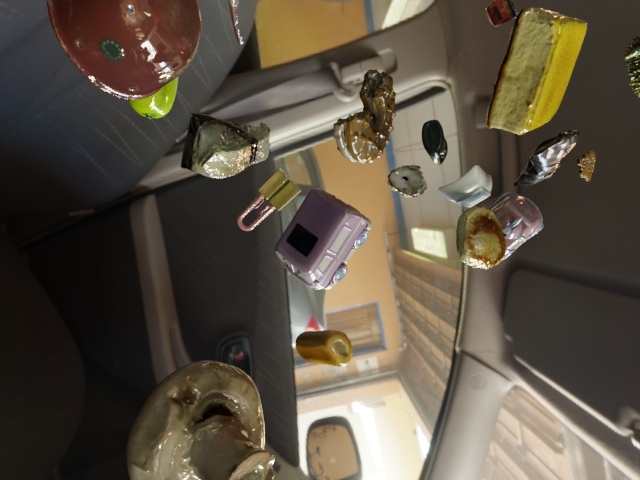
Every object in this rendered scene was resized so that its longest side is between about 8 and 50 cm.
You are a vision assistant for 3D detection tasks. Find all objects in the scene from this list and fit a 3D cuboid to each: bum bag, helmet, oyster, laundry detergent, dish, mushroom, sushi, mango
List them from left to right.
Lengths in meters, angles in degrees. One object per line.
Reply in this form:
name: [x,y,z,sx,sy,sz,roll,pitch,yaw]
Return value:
helmet: [-0.405,-0.539,1.057,0.337,0.230,0.385,46,56,-48]
mango: [-0.511,-0.550,1.368,0.192,0.156,0.343,-125,-134,-61]
mushroom: [-0.199,0.380,0.858,0.290,0.292,0.293,-6,-81,45]
sushi: [-0.197,-0.225,1.115,0.109,0.273,0.134,30,-65,34]
oyster: [0.322,-0.215,1.642,0.163,0.191,0.081,33,-32,28]
laundry detergent: [0.424,-0.342,1.639,0.221,0.078,0.144,28,57,-66]
dish: [0.511,-0.171,1.533,0.212,0.151,0.077,6,57,-58]
bum bag: [0.782,-0.271,1.569,0.095,0.144,0.340,63,-1,17]

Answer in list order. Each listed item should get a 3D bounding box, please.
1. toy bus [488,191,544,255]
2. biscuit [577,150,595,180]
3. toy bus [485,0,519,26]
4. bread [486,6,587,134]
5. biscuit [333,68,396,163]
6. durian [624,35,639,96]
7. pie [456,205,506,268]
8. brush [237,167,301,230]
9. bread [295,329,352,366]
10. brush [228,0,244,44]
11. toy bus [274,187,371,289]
toy bus: [0.709,-0.038,1.749,0.197,0.294,0.232,48,35,9]
biscuit: [0.739,-0.211,1.235,0.082,0.092,0.016,50,-18,-26]
toy bus: [0.533,-0.683,1.327,0.079,0.077,0.174,56,29,-15]
bread: [0.635,-0.496,1.319,0.143,0.333,0.324,27,-56,30]
biscuit: [0.177,-0.436,1.658,0.366,0.115,0.268,-56,145,-29]
durian: [0.715,-0.357,0.901,0.159,0.198,0.146,57,52,-64]
pie: [0.526,-0.010,1.463,0.084,0.178,0.205,-17,-118,57]
brush: [-0.181,-0.120,1.463,0.103,0.233,0.047,46,6,-6]
bread: [0.006,0.277,1.175,0.093,0.074,0.239,56,-26,-4]
brush: [-0.180,-0.513,0.869,0.301,0.071,0.084,96,-22,-63]
toy bus: [0.000,0.000,1.002,0.142,0.202,0.142,36,8,28]
